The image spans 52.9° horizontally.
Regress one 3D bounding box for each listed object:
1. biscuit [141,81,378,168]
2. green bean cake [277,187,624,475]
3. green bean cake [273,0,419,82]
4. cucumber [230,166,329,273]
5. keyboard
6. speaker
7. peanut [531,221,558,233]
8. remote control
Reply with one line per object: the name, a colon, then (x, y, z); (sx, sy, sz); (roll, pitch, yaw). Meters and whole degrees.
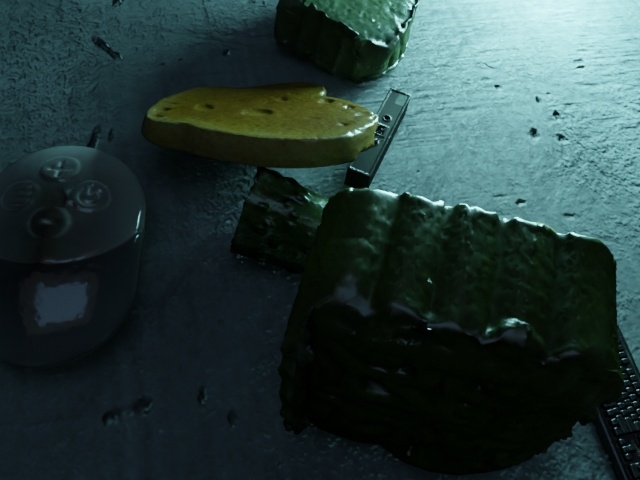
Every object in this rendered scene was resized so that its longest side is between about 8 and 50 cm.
biscuit: (-0.079, -0.179, 0.973); (0.344, 0.057, 0.287); (10, 30, 16)
green bean cake: (0.128, 0.120, 0.705); (0.319, 0.335, 0.218); (12, 57, 6)
green bean cake: (0.052, -0.397, 1.134); (0.227, 0.125, 0.222); (25, 57, 7)
cucumber: (0.001, -0.002, 0.896); (0.244, 0.134, 0.134); (23, 59, -2)
keyboard: (0.404, 0.221, 0.855); (0.094, 0.025, 0.230); (-9, 60, -9)
speaker: (0.095, -0.166, 1.043); (0.040, 0.046, 0.191); (24, 60, 7)
peanut: (0.307, 0.068, 0.895); (0.098, 0.090, 0.214); (28, 46, -42)
remote control: (-0.349, 0.009, 0.854); (0.221, 0.103, 0.332); (-1, 61, -4)
